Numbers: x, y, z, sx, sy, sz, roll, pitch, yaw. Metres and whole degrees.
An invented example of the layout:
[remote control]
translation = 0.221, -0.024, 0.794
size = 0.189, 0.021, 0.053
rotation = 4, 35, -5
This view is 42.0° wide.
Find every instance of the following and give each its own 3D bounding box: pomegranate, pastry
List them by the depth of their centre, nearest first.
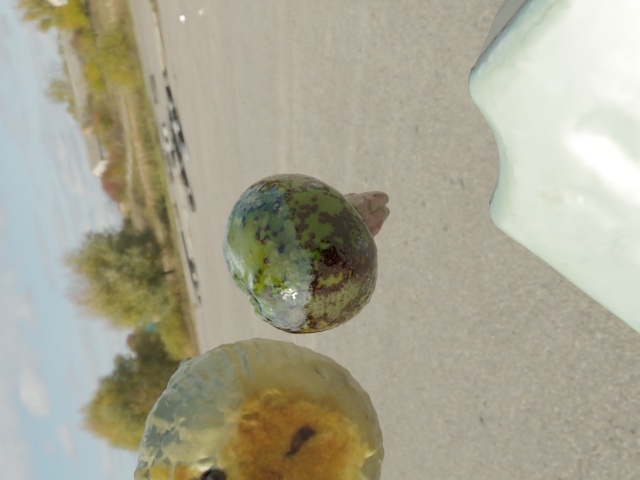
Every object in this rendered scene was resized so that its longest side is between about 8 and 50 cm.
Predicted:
[pomegranate]
translation = -0.007, 0.009, 0.707
size = 0.138, 0.163, 0.125
rotation = 43, 113, 21
[pastry]
translation = -0.097, 0.340, 1.303
size = 0.312, 0.388, 0.388
rotation = 148, 109, -72

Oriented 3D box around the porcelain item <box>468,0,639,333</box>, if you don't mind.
[porcelain item]
translation = 0.227, -0.067, 0.322
size = 0.286, 0.281, 0.157
rotation = -53, 3, 45
